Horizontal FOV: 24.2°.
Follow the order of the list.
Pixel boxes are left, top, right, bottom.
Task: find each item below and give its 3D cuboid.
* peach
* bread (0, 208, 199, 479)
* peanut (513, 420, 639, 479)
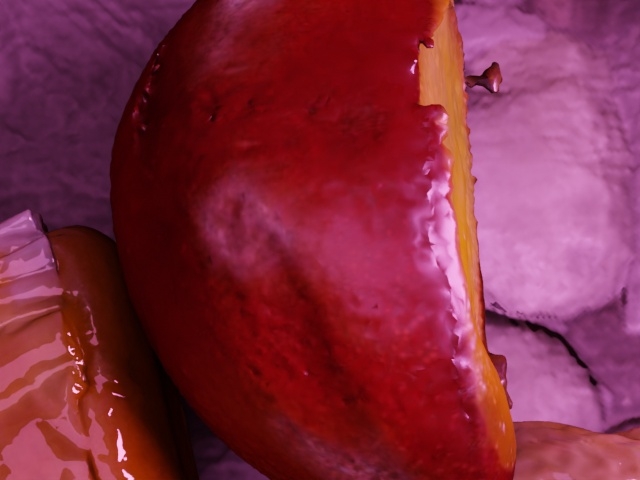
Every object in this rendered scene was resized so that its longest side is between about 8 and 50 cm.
[{"bbox_3d":[-0.006,-0.001,0.604,0.154,0.159,0.267,-9,62,14],"label":"peach"},{"bbox_3d":[-0.104,0.115,0.637,0.107,0.136,0.241,-14,81,2],"label":"bread"},{"bbox_3d":[0.068,0.129,0.645,0.194,0.093,0.083,-13,122,5],"label":"peanut"}]
